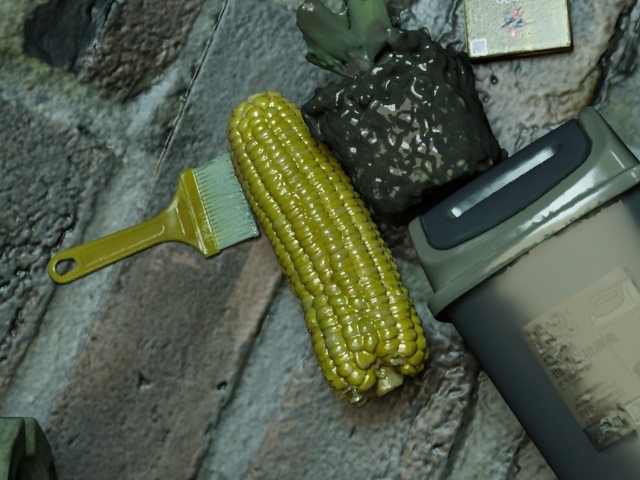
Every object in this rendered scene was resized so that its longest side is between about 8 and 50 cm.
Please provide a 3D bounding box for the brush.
[{"bbox_3d":[-0.157,-0.006,1.482,0.205,0.011,0.083,-22,76,14],"label":"brush"}]

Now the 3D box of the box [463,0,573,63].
[{"bbox_3d":[0.166,-0.222,1.409,0.090,0.023,0.133,-7,79,18],"label":"box"}]

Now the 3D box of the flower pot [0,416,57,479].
[{"bbox_3d":[-0.364,0.245,1.384,0.259,0.290,0.290,-5,79,6],"label":"flower pot"}]

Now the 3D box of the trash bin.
[{"bbox_3d":[0.215,0.061,1.270,0.209,0.182,0.290,-33,79,9],"label":"trash bin"}]

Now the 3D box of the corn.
[{"bbox_3d":[0.000,0.000,1.392,0.101,0.101,0.291,-31,70,11],"label":"corn"}]

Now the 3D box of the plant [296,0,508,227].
[{"bbox_3d":[0.061,-0.119,1.371,0.131,0.142,0.203,-37,80,22],"label":"plant"}]
